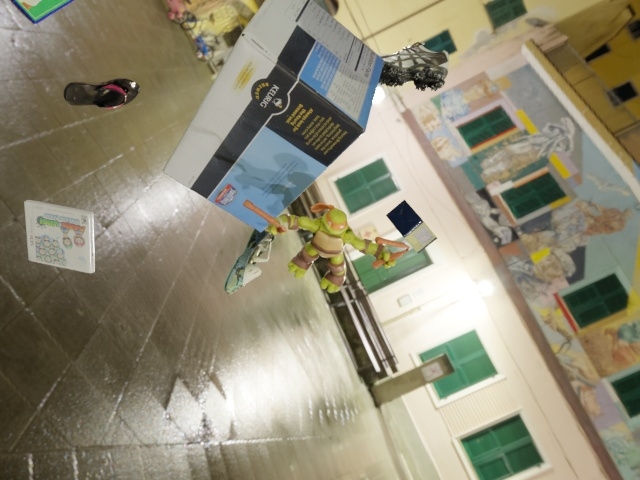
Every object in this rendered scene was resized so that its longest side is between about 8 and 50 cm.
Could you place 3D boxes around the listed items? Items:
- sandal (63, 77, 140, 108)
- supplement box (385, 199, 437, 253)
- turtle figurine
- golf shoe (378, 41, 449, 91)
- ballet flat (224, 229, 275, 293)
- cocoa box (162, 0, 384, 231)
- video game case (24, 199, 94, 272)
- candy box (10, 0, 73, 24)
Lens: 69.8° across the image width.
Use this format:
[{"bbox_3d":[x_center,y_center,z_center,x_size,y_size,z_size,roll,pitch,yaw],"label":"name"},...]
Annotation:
[{"bbox_3d":[-0.466,-0.315,1.001,0.040,0.067,0.179,34,32,15],"label":"sandal"},{"bbox_3d":[0.204,-0.031,1.025,0.083,0.056,0.083,41,14,-42],"label":"supplement box"},{"bbox_3d":[0.000,0.000,0.784,0.217,0.269,0.087,111,-8,-59],"label":"turtle figurine"},{"bbox_3d":[0.190,-0.396,1.026,0.077,0.198,0.094,59,51,-68],"label":"golf shoe"},{"bbox_3d":[-0.158,0.047,1.068,0.070,0.070,0.188,59,44,-46],"label":"ballet flat"},{"bbox_3d":[-0.088,-0.224,0.834,0.228,0.347,0.232,32,48,-19],"label":"cocoa box"},{"bbox_3d":[-0.580,-0.008,1.023,0.019,0.157,0.143,-63,163,-70],"label":"video game case"},{"bbox_3d":[-0.345,-0.505,0.666,0.268,0.317,0.122,59,2,29],"label":"candy box"}]
